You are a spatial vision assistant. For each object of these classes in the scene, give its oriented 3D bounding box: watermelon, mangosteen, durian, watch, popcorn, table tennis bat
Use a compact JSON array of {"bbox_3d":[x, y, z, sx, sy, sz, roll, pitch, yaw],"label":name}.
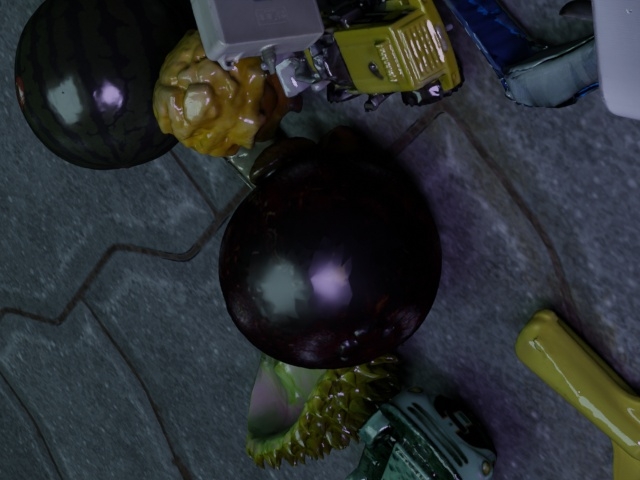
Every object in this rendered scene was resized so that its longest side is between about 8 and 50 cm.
[{"bbox_3d":[-0.231,-0.184,1.721,0.212,0.212,0.212,35,143,32],"label":"watermelon"},{"bbox_3d":[0.000,0.000,1.574,0.228,0.228,0.265,105,147,-51],"label":"mangosteen"},{"bbox_3d":[-0.013,0.164,1.798,0.169,0.158,0.352,66,154,7],"label":"durian"},{"bbox_3d":[0.135,-0.239,1.295,0.276,0.068,0.274,-1,117,55],"label":"watch"},{"bbox_3d":[-0.099,-0.157,1.607,0.152,0.167,0.148,11,127,17],"label":"popcorn"},{"bbox_3d":[0.321,0.201,1.452,0.369,0.054,0.224,45,140,16],"label":"table tennis bat"}]

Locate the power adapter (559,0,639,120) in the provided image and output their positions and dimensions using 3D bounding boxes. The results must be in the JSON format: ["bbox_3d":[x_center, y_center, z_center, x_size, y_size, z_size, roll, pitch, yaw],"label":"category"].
[{"bbox_3d":[0.272,-0.170,1.092,0.255,0.124,0.187,18,130,40],"label":"power adapter"}]

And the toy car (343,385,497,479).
[{"bbox_3d":[0.117,0.254,1.718,0.136,0.125,0.306,47,159,18],"label":"toy car"}]

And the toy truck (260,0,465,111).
[{"bbox_3d":[0.020,-0.185,1.464,0.286,0.111,0.136,8,126,54],"label":"toy truck"}]

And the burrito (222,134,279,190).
[{"bbox_3d":[-0.057,-0.077,1.718,0.229,0.063,0.058,51,177,7],"label":"burrito"}]

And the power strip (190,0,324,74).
[{"bbox_3d":[-0.089,-0.317,1.395,0.043,0.106,0.367,-34,70,62],"label":"power strip"}]
